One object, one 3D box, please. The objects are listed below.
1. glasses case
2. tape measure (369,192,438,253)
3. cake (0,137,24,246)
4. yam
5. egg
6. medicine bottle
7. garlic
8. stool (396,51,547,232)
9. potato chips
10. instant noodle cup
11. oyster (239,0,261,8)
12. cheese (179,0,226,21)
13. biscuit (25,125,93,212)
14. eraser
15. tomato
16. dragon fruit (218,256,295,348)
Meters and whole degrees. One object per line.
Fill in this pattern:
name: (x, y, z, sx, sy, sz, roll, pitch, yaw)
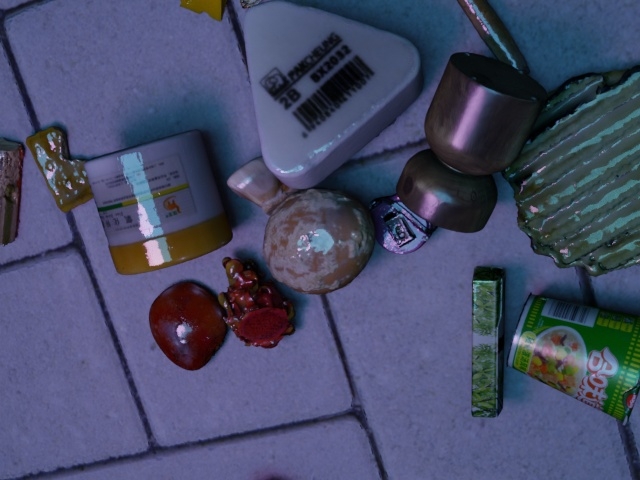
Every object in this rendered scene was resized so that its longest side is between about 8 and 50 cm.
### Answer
glasses case: (0.319, 0.192, 1.743, 0.062, 0.095, 0.272, 1, 106, 11)
tape measure: (0.153, -0.038, 1.739, 0.118, 0.074, 0.125, -34, 91, 23)
cake: (-0.709, -0.107, 1.966, 0.116, 0.086, 0.221, 15, 108, 11)
yam: (0.286, -0.394, 1.617, 0.046, 0.046, 0.264, -32, 95, 22)
egg: (0.000, 0.000, 1.724, 0.245, 0.203, 0.203, -24, 98, 46)
medicine bottle: (-0.313, -0.076, 1.778, 0.237, 0.238, 0.232, -14, 100, 19)
garlic: (-0.091, -0.126, 1.770, 0.174, 0.124, 0.099, -28, 66, -9)
stool: (0.258, -0.170, 1.594, 0.179, 0.179, 0.264, 25, 120, 8)
potato chips: (0.530, -0.133, 1.610, 0.429, 0.070, 0.359, -33, 97, 23)
instant noodle cup: (0.467, 0.197, 1.656, 0.232, 0.207, 0.207, 19, 110, 18)
oyster: (-0.127, -0.473, 1.731, 0.054, 0.019, 0.083, 32, 109, 4)
cheese: (-0.215, -0.499, 1.722, 0.093, 0.126, 0.171, 20, 128, 4)
biscuit: (-0.515, -0.165, 1.920, 0.174, 0.039, 0.183, -26, 97, 22)
eraser: (-0.007, -0.243, 1.643, 0.331, 0.150, 0.332, -1, 85, 9)
tomato: (-0.291, 0.189, 1.919, 0.173, 0.099, 0.189, 38, 113, 2)
dragon fruit: (-0.138, 0.122, 1.846, 0.133, 0.150, 0.208, -30, 89, -8)
